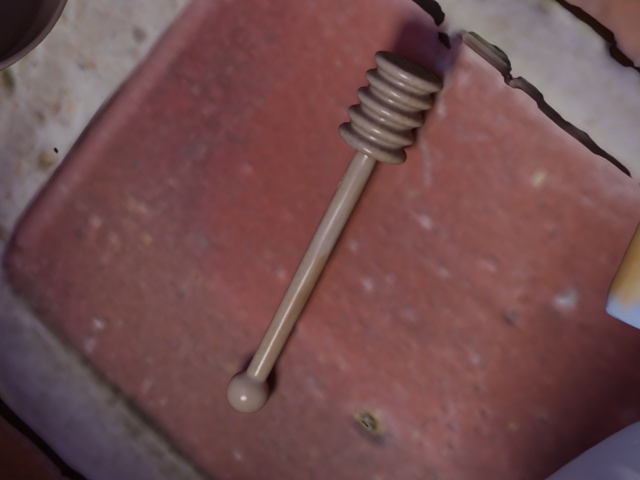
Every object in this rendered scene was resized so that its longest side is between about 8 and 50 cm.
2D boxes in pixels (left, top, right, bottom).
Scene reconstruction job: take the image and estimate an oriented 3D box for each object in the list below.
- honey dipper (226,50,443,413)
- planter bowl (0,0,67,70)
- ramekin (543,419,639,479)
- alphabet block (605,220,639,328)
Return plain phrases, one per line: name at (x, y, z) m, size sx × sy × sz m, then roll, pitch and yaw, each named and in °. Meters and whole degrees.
honey dipper at (0.000, 0.000, 0.699) m, size 0.030 × 0.030 × 0.160 m, roll 33°, pitch 107°, yaw 18°
planter bowl at (-0.197, -0.120, 0.718) m, size 0.109 × 0.162 × 0.162 m, roll -29°, pitch 80°, yaw 48°
ramekin at (0.100, 0.148, 0.573) m, size 0.207 × 0.207 × 0.109 m, roll -47°, pitch 66°, yaw 17°
alphabet block at (0.225, -0.033, 0.518) m, size 0.192 × 0.193 × 0.197 m, roll 25°, pitch 101°, yaw 18°
